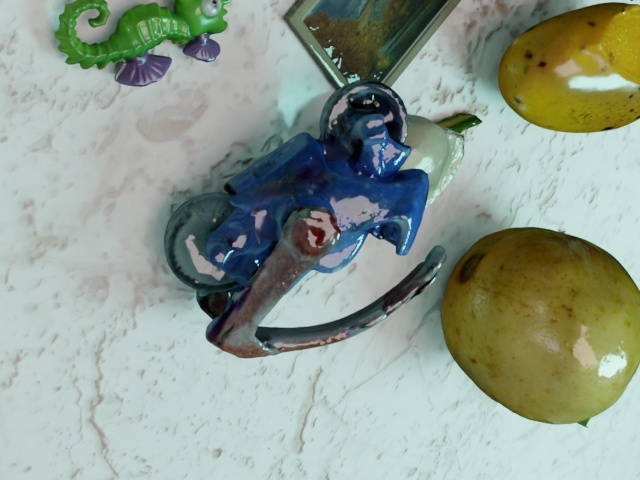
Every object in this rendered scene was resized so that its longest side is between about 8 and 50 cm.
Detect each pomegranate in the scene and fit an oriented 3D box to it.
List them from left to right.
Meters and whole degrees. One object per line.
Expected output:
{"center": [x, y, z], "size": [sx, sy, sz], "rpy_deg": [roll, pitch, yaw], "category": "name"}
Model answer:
{"center": [0.308, 0.112, 1.279], "size": [0.307, 0.307, 0.307], "rpy_deg": [-19, 122, -33], "category": "pomegranate"}

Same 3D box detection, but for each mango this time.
{"center": [0.344, -0.225, 1.209], "size": [0.290, 0.191, 0.159], "rpy_deg": [-8, 83, -41], "category": "mango"}

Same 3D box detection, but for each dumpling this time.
{"center": [0.087, -0.091, 1.113], "size": [0.199, 0.118, 0.136], "rpy_deg": [7, 117, -23], "category": "dumpling"}

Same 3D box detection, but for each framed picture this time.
{"center": [0.082, -0.291, 1.070], "size": [0.250, 0.016, 0.184], "rpy_deg": [-51, 135, -9], "category": "framed picture"}

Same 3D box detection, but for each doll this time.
{"center": [-0.164, -0.211, 0.875], "size": [0.190, 0.050, 0.115], "rpy_deg": [-27, 130, -26], "category": "doll"}

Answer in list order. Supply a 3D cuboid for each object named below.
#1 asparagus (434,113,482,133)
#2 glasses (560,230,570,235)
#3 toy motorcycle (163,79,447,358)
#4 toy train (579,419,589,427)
{"center": [0.182, -0.155, 1.220], "size": [0.108, 0.025, 0.021], "rpy_deg": [-21, 143, -36], "category": "asparagus"}
{"center": [0.439, 0.142, 1.527], "size": [0.234, 0.118, 0.268], "rpy_deg": [-51, 135, -7], "category": "glasses"}
{"center": [-0.007, -0.010, 1.019], "size": [0.319, 0.182, 0.241], "rpy_deg": [-35, 137, 0], "category": "toy motorcycle"}
{"center": [0.419, 0.180, 1.456], "size": [0.137, 0.090, 0.225], "rpy_deg": [35, 83, -38], "category": "toy train"}
